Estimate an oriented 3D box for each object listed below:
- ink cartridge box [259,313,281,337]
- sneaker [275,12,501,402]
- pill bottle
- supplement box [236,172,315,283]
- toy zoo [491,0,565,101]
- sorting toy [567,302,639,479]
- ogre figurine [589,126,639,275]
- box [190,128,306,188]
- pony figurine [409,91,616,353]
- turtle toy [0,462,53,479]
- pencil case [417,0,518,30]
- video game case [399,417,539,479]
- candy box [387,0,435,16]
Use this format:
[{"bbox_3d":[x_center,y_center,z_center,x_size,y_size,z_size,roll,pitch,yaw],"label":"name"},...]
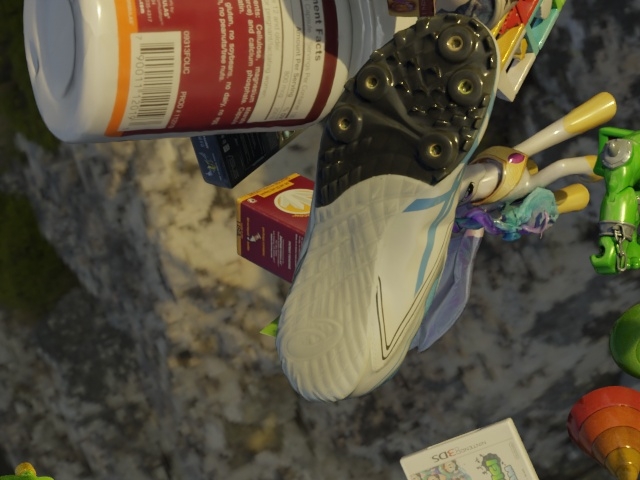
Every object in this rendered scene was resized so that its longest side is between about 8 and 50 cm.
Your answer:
[{"bbox_3d":[0.048,0.057,1.907,0.188,0.255,0.097,15,129,35],"label":"ink cartridge box"},{"bbox_3d":[0.040,-0.018,0.710,0.085,0.086,0.237,29,114,20],"label":"sneaker"},{"bbox_3d":[-0.105,-0.228,1.387,0.224,0.392,0.224,19,112,58],"label":"pill bottle"},{"bbox_3d":[0.000,0.000,1.485,0.188,0.104,0.081,26,129,37],"label":"supplement box"},{"bbox_3d":[0.319,-0.351,2.014,0.030,0.293,0.192,23,167,27],"label":"toy zoo"},{"bbox_3d":[0.436,0.178,1.629,0.126,0.127,0.366,-90,17,-59],"label":"sorting toy"},{"bbox_3d":[0.295,-0.044,1.154,0.097,0.197,0.118,13,112,54],"label":"ogre figurine"},{"bbox_3d":[-0.108,-0.214,1.688,0.059,0.183,0.233,17,136,38],"label":"box"},{"bbox_3d":[0.196,-0.053,1.701,0.351,0.363,0.303,-44,67,52],"label":"pony figurine"},{"bbox_3d":[-0.377,0.335,1.612,0.095,0.130,0.066,42,128,52],"label":"turtle toy"},{"bbox_3d":[0.273,-0.431,1.733,0.160,0.410,0.183,40,146,10],"label":"pencil case"},{"bbox_3d":[0.185,0.300,1.455,0.143,0.019,0.157,-24,90,20],"label":"video game case"},{"bbox_3d":[0.094,-0.330,1.268,0.109,0.053,0.187,57,-146,-80],"label":"candy box"}]
